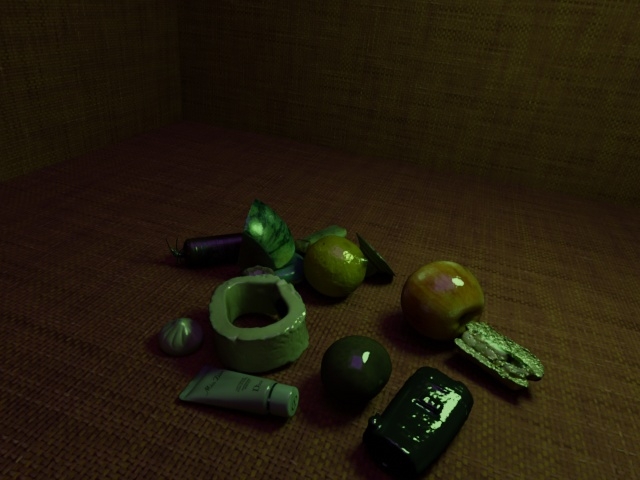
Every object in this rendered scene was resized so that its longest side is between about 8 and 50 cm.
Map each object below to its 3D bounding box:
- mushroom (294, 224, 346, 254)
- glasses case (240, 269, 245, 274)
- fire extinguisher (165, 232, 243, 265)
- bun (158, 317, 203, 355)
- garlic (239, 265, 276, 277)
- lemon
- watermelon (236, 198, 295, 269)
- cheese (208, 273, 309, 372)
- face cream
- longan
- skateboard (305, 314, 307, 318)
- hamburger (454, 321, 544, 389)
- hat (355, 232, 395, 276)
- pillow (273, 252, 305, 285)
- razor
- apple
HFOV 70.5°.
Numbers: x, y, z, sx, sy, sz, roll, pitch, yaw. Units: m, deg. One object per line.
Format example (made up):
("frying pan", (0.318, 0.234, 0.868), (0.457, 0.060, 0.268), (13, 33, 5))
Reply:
("mushroom", (0.000, 0.000, 2.040), (0.100, 0.081, 0.312), (28, 31, 29))
("glasses case", (-0.279, 0.128, 1.780), (0.063, 0.041, 0.164), (3, 28, -19))
("fire extinguisher", (-0.444, 0.029, 1.837), (0.338, 0.135, 0.114), (-9, 7, -24))
("bun", (-0.438, 0.285, 1.413), (0.139, 0.094, 0.138), (2, 29, -1))
("garlic", (-0.219, 0.163, 1.634), (0.159, 0.147, 0.102), (33, -10, -4))
("lemon", (0.050, 0.094, 1.717), (0.229, 0.228, 0.254), (-18, 34, -37))
("watermelon", (-0.240, -0.007, 1.757), (0.201, 0.261, 0.212), (-24, 26, 23))
("cheese", (-0.200, 0.249, 1.440), (0.293, 0.153, 0.332), (-13, 35, -16))
("face cream", (-0.217, 0.418, 1.244), (0.315, 0.089, 0.143), (4, 26, 18))
("longan", (0.097, 0.366, 1.282), (0.198, 0.197, 0.212), (16, 38, 18))
("skateboard", (-0.069, 0.291, 1.546), (0.083, 0.032, 0.064), (-23, 50, -39))
("hamburger", (0.563, 0.369, 1.426), (0.262, 0.130, 0.124), (34, 73, 32))
("hat", (0.192, 0.091, 1.863), (0.110, 0.252, 0.252), (-42, 38, 2))
("pillow", (-0.158, 0.103, 1.800), (0.214, 0.086, 0.233), (3, 28, -16))
("razor", (0.262, 0.471, 1.197), (0.189, 0.107, 0.327), (27, 36, 32))
("apple", (0.419, 0.210, 1.548), (0.286, 0.285, 0.233), (-9, 32, -26))
